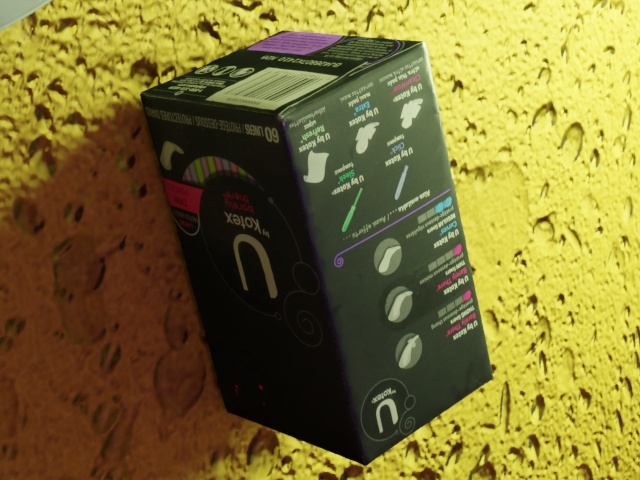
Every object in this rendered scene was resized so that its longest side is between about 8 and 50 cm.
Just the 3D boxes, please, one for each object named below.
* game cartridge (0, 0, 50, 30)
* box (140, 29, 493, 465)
[{"bbox_3d":[-0.201,-0.251,0.968,0.294,0.060,0.196,-47,130,-24],"label":"game cartridge"},{"bbox_3d":[0.000,0.000,1.119,0.143,0.165,0.270,-30,117,-33],"label":"box"}]
